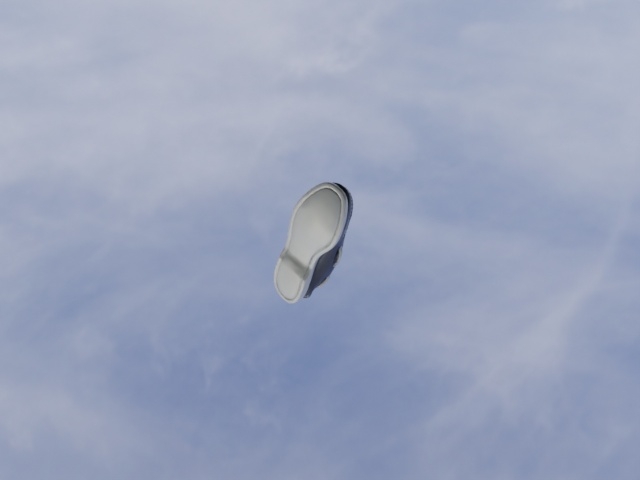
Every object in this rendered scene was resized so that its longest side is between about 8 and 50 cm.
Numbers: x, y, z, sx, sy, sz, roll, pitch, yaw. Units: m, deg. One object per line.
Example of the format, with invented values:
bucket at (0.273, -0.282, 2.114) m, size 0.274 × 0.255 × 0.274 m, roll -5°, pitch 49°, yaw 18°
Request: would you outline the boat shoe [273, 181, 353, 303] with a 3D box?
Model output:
boat shoe at (0.000, 0.000, 0.680) m, size 0.038 × 0.125 × 0.046 m, roll -24°, pitch -123°, yaw -41°
